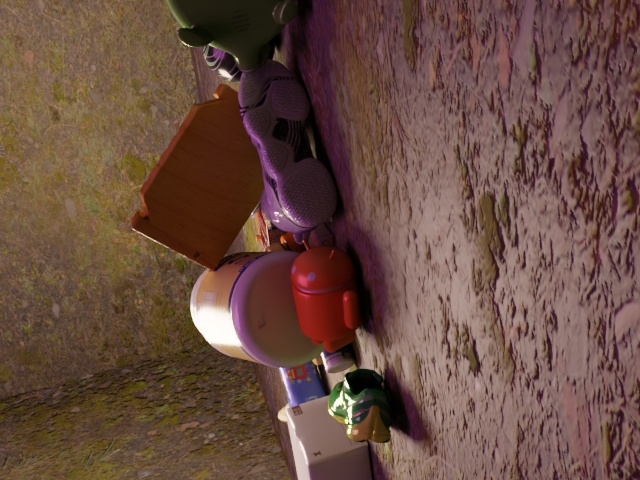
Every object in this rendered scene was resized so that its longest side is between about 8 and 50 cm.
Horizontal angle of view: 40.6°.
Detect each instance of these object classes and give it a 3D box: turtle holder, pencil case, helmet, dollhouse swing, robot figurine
[{"bbox_3d":[-0.143,-0.466,1.556,0.320,0.243,0.227,43,-155,-32],"label":"turtle holder"},{"bbox_3d":[-0.059,0.362,2.365,0.133,0.119,0.306,76,178,-79],"label":"pencil case"},{"bbox_3d":[-0.177,-0.421,1.862,0.161,0.169,0.169,-57,46,53],"label":"helmet"},{"bbox_3d":[-0.266,-0.164,1.920,0.315,0.347,0.305,32,-178,-38],"label":"dollhouse swing"},{"bbox_3d":[0.010,0.104,1.662,0.158,0.128,0.219,-88,-10,-63],"label":"robot figurine"}]

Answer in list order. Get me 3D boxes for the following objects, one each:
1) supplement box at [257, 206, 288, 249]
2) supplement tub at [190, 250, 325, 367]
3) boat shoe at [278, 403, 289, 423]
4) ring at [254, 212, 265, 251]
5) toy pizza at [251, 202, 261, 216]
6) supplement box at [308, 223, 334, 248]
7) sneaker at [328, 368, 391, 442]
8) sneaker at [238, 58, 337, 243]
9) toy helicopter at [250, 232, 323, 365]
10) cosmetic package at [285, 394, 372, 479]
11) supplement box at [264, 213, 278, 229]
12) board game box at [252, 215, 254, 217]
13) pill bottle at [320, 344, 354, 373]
[{"bbox_3d":[-0.121,-0.065,2.256,0.130,0.073,0.239,-114,14,-48],"label":"supplement box"},{"bbox_3d":[-0.132,0.143,1.879,0.331,0.241,0.241,-2,102,62],"label":"supplement tub"},{"bbox_3d":[-0.056,0.528,2.652,0.098,0.109,0.302,-65,7,-8],"label":"boat shoe"},{"bbox_3d":[-0.202,-0.108,2.727,0.336,0.032,0.336,165,90,-79],"label":"ring"},{"bbox_3d":[-0.140,-0.147,2.059,0.201,0.032,0.201,-58,15,25],"label":"toy pizza"},{"bbox_3d":[0.000,0.000,1.823,0.098,0.036,0.062,-125,23,-61],"label":"supplement box"},{"bbox_3d":[0.087,0.306,1.669,0.295,0.109,0.123,-173,93,-80],"label":"sneaker"},{"bbox_3d":[-0.080,-0.168,1.744,0.210,0.137,0.366,115,136,-69],"label":"sneaker"},{"bbox_3d":[-0.045,0.166,2.130,0.235,0.140,0.355,36,151,60],"label":"toy helicopter"},{"bbox_3d":[0.034,0.592,2.101,0.217,0.156,0.385,-122,22,-57],"label":"cosmetic package"},{"bbox_3d":[-0.092,-0.075,2.068,0.056,0.083,0.083,-168,64,-77],"label":"supplement box"},{"bbox_3d":[-0.184,-0.141,2.215,0.133,0.033,0.168,-123,17,-50],"label":"board game box"},{"bbox_3d":[0.027,0.224,1.891,0.067,0.067,0.120,99,154,-64],"label":"pill bottle"}]
